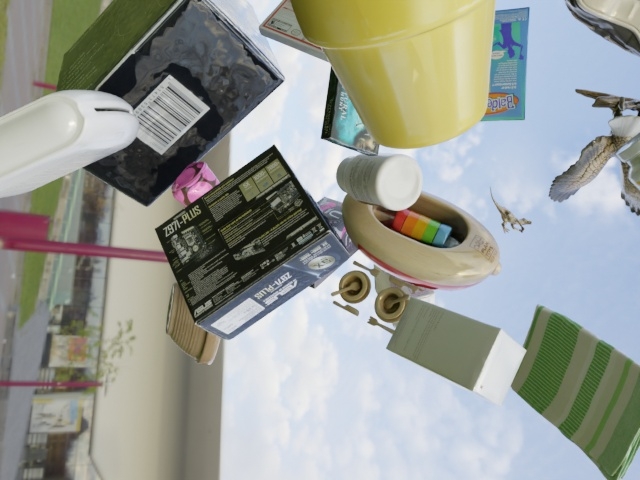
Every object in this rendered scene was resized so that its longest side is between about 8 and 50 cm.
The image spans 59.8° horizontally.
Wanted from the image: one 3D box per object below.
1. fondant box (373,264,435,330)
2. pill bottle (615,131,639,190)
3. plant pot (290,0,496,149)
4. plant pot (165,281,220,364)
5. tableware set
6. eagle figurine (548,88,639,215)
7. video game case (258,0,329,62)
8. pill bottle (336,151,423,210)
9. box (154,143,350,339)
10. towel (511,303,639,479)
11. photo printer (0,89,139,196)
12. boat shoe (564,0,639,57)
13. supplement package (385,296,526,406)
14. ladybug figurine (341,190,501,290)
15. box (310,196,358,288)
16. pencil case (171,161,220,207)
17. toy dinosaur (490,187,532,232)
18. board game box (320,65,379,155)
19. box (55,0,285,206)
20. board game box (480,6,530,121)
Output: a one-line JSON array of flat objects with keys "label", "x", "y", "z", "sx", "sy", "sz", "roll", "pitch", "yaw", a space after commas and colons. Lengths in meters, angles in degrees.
[{"label": "fondant box", "x": 0.262, "y": 0.164, "z": 1.794, "sx": 0.330, "sy": 0.096, "sz": 0.238, "roll": -114, "pitch": -166, "yaw": -52}, {"label": "pill bottle", "x": 0.650, "y": -0.120, "z": 1.039, "sx": 0.184, "sy": 0.103, "sz": 0.103, "roll": 48, "pitch": -38, "yaw": 5}, {"label": "plant pot", "x": 0.110, "y": -0.257, "z": 0.689, "sx": 0.239, "sy": 0.254, "sz": 0.254, "roll": 67, "pitch": -5, "yaw": -35}, {"label": "plant pot", "x": -0.291, "y": 0.160, "z": 1.279, "sx": 0.237, "sy": 0.109, "sz": 0.237, "roll": -170, "pitch": -90, "yaw": -73}, {"label": "tableware set", "x": 0.122, "y": 0.131, "z": 1.340, "sx": 0.194, "sy": 0.039, "sz": 0.128, "roll": 24, "pitch": -97, "yaw": 30}, {"label": "eagle figurine", "x": 0.719, "y": -0.200, "z": 1.357, "sx": 0.226, "sy": 0.225, "sz": 0.298, "roll": -137, "pitch": -130, "yaw": -58}, {"label": "video game case", "x": 0.028, "y": -0.515, "z": 1.203, "sx": 0.285, "sy": 0.204, "sz": 0.025, "roll": -53, "pitch": 156, "yaw": -16}, {"label": "pill bottle", "x": 0.134, "y": -0.151, "z": 1.360, "sx": 0.229, "sy": 0.131, "sz": 0.131, "roll": 23, "pitch": -75, "yaw": 62}, {"label": "box", "x": -0.082, "y": 0.003, "z": 0.653, "sx": 0.180, "sy": 0.077, "sz": 0.147, "roll": -35, "pitch": -121, "yaw": 3}, {"label": "towel", "x": 0.546, "y": 0.312, "z": 1.190, "sx": 0.325, "sy": 0.038, "sz": 0.248, "roll": -132, "pitch": -131, "yaw": -58}, {"label": "photo printer", "x": -0.494, "y": -0.178, "z": 1.014, "sx": 0.256, "sy": 0.307, "sz": 0.107, "roll": -70, "pitch": 137, "yaw": -79}, {"label": "boat shoe", "x": 0.726, "y": -0.511, "z": 1.306, "sx": 0.112, "sy": 0.335, "sz": 0.095, "roll": -60, "pitch": -172, "yaw": 12}, {"label": "supplement package", "x": 0.220, "y": 0.179, "z": 0.914, "sx": 0.179, "sy": 0.105, "sz": 0.105, "roll": 19, "pitch": -103, "yaw": 48}, {"label": "ladybug figurine", "x": 0.259, "y": 0.002, "z": 1.492, "sx": 0.305, "sy": 0.449, "sz": 0.162, "roll": -46, "pitch": 157, "yaw": -43}, {"label": "box", "x": 0.000, "y": 0.000, "z": 1.674, "sx": 0.142, "sy": 0.247, "sz": 0.163, "roll": 20, "pitch": -51, "yaw": 28}, {"label": "pencil case", "x": -0.222, "y": -0.054, "z": 1.134, "sx": 0.095, "sy": 0.098, "sz": 0.209, "roll": 26, "pitch": -29, "yaw": 55}, {"label": "toy dinosaur", "x": 0.534, "y": -0.070, "z": 1.594, "sx": 0.053, "sy": 0.183, "sz": 0.092, "roll": -42, "pitch": -152, "yaw": 33}, {"label": "board game box", "x": 0.064, "y": -0.249, "z": 0.946, "sx": 0.026, "sy": 0.126, "sz": 0.186, "roll": 6, "pitch": -92, "yaw": 46}, {"label": "box", "x": -0.390, "y": -0.430, "z": 1.376, "sx": 0.480, "sy": 0.297, "sz": 0.472, "roll": -38, "pitch": -137, "yaw": 17}, {"label": "board game box", "x": 0.327, "y": -0.341, "z": 1.104, "sx": 0.047, "sy": 0.160, "sz": 0.210, "roll": -24, "pitch": 115, "yaw": -68}]
